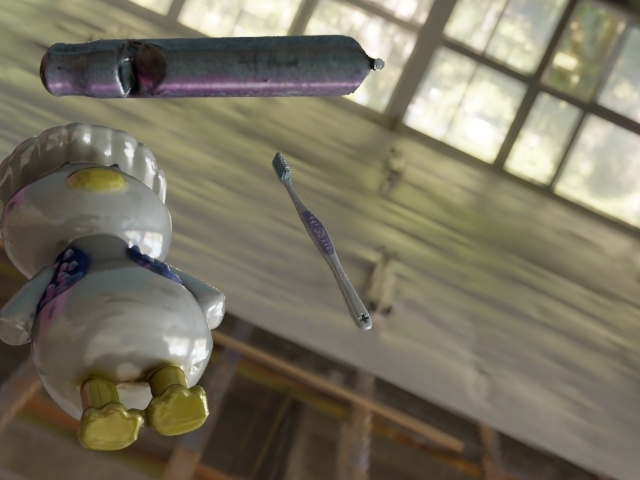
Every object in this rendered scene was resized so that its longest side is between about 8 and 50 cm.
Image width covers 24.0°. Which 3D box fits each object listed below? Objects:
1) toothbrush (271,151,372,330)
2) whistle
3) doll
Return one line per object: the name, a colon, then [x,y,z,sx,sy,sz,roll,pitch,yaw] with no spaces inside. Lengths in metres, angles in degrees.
toothbrush: [0.000,0.000,0.900,0.011,0.013,0.131,-19,-118,-17]
whistle: [-0.056,-0.088,0.766,0.176,0.033,0.033,0,-175,10]
doll: [-0.135,0.021,0.929,0.138,0.119,0.293,-7,-147,-14]
